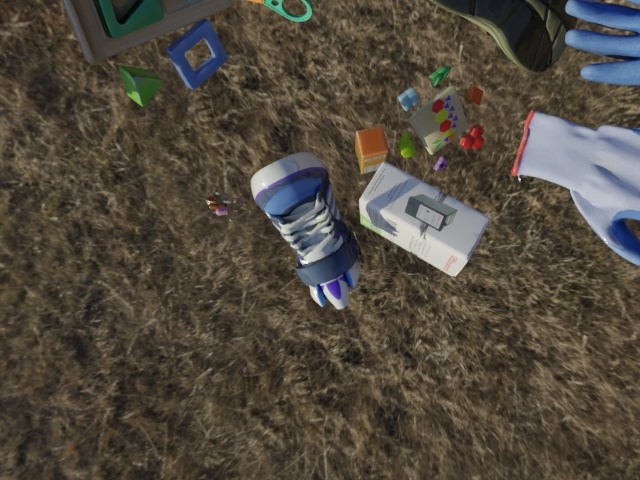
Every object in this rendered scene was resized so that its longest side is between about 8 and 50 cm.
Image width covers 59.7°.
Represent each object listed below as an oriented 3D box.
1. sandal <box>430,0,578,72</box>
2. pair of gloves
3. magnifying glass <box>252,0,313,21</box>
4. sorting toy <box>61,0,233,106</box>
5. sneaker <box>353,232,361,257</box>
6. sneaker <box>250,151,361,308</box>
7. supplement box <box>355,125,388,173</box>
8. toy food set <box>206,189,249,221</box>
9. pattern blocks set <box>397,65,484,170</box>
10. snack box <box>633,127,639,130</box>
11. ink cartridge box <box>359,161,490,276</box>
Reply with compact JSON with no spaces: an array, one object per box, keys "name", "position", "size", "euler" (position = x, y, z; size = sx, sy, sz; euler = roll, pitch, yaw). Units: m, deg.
[{"name":"sandal","position":[0.248,-0.343,0.780],"size":[0.302,0.086,0.120],"euler":[21,114,-29]},{"name":"pair of gloves","position":[0.220,-0.084,0.360],"size":[0.159,0.023,0.198],"euler":[22,97,17]},{"name":"magnifying glass","position":[-0.133,-0.661,1.540],"size":[0.230,0.092,0.026],"euler":[16,68,2]},{"name":"sorting toy","position":[-0.165,-0.283,0.539],"size":[0.196,0.348,0.047],"euler":[-37,57,-24]},{"name":"sneaker","position":[0.046,0.008,1.245],"size":[0.063,0.170,0.075],"euler":[-36,66,16]},{"name":"sneaker","position":[0.000,0.000,0.963],"size":[0.130,0.323,0.236],"euler":[-26,78,2]},{"name":"supplement box","position":[0.143,-0.255,1.595],"size":[0.080,0.233,0.078],"euler":[-13,85,0]},{"name":"toy food set","position":[-0.230,-0.088,1.330],"size":[0.122,0.019,0.078],"euler":[29,48,35]},{"name":"pattern blocks set","position":[0.342,-0.338,1.591],"size":[0.285,0.325,0.026],"euler":[-31,45,-5]},{"name":"snack box","position":[0.811,-0.159,1.187],"size":[0.187,0.322,0.060],"euler":[-18,53,38]},{"name":"ink cartridge box","position":[0.235,-0.045,1.311],"size":[0.272,0.198,0.115],"euler":[30,80,11]}]
